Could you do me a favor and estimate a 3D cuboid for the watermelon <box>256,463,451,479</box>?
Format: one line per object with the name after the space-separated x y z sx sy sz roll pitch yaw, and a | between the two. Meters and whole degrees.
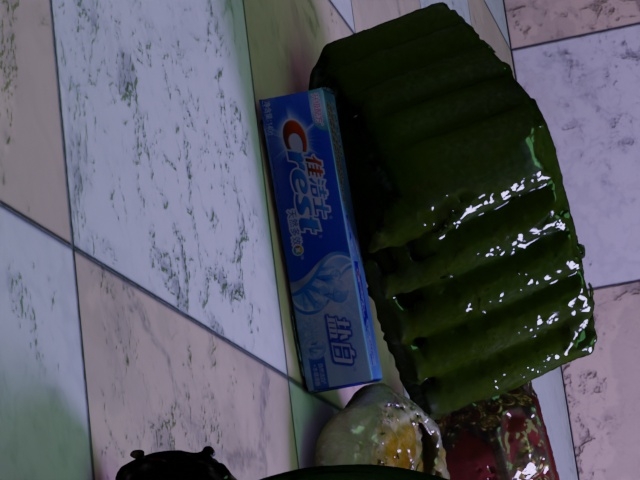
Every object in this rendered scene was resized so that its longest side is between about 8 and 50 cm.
0.006 0.285 1.004 0.363 0.363 0.363 -11 90 -77 | watermelon

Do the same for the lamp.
0.180 0.269 2.168 0.177 0.177 0.274 -70 149 -66 | lamp

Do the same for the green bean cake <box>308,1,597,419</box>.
0.118 -0.030 1.992 0.319 0.218 0.335 -118 -170 -55 | green bean cake

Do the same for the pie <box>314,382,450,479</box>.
0.070 0.296 1.834 0.339 0.077 0.339 -6 90 -74 | pie

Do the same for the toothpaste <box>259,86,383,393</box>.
0.000 0.000 1.810 0.053 0.066 0.272 13 67 -77 | toothpaste

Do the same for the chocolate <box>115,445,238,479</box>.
-0.080 0.191 1.235 0.133 0.156 0.156 54 2 24 | chocolate
